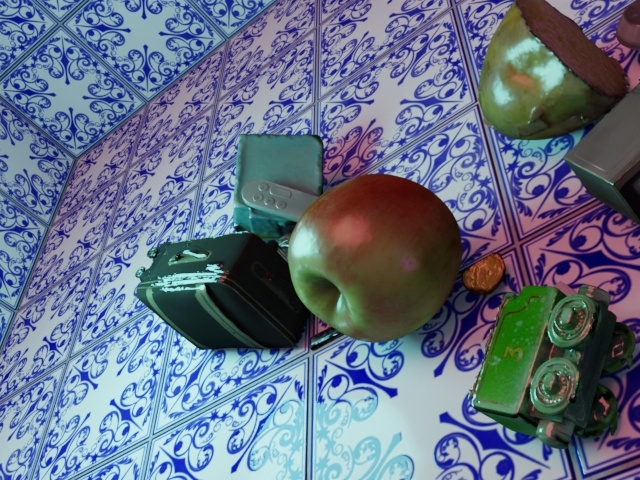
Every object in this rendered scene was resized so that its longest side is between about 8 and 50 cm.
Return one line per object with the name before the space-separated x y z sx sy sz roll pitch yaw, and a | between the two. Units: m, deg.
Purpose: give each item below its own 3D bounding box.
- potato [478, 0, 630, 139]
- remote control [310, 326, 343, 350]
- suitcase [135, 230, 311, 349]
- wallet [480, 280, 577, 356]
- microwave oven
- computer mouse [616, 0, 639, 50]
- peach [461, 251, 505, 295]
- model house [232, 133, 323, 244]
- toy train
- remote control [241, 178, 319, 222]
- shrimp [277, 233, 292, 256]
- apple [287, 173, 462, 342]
potato | 0.422 -0.301 1.577 0.237 0.301 0.289 -50 -10 36
remote control | 0.014 0.200 1.696 0.096 0.014 0.039 -30 35 24
suitcase | -0.228 0.121 1.830 0.434 0.283 0.194 -8 45 45
wallet | 0.353 0.148 1.320 0.190 0.033 0.095 -39 34 14
microwave oven | 0.545 -0.149 1.329 0.205 0.129 0.163 -44 29 5
computer mouse | 0.686 -0.428 1.530 0.231 0.079 0.128 -15 44 18
peach | 0.301 0.062 1.463 0.077 0.050 0.083 9 69 28
model house | -0.104 -0.098 2.049 0.230 0.249 0.280 1 58 2
toy train | 0.343 0.181 1.182 0.188 0.132 0.243 2 64 52
remote control | -0.070 -0.086 1.880 0.245 0.022 0.077 18 61 13
shrimp | 0.000 0.000 1.887 0.233 0.079 0.090 -16 30 27
apple | 0.108 0.025 1.502 0.277 0.319 0.319 -42 26 -28
